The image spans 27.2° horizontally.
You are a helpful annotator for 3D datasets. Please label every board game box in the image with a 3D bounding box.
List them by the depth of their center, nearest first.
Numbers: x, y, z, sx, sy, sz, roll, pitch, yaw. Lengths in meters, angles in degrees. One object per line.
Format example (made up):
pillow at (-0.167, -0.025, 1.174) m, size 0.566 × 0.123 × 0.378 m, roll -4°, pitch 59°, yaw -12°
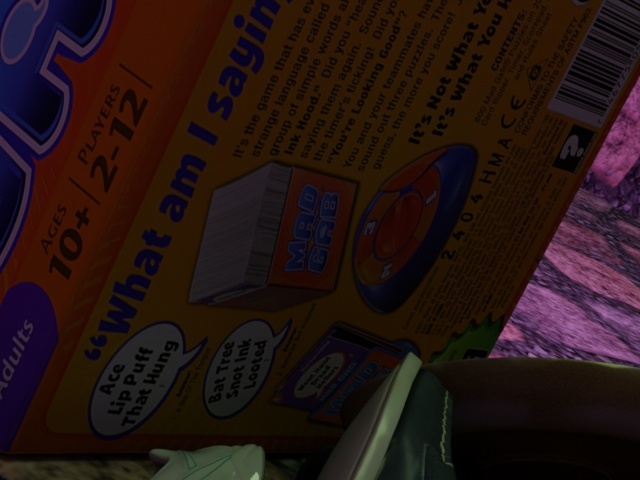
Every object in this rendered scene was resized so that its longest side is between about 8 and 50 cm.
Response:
board game box at (-0.071, -0.111, 0.830) m, size 0.356 × 0.356 × 0.356 m, roll 11°, pitch 21°, yaw -49°

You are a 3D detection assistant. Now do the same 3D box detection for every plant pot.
plant pot at (0.127, 0.122, 0.752) m, size 0.236 × 0.032 × 0.236 m, roll 5°, pitch -24°, yaw 2°

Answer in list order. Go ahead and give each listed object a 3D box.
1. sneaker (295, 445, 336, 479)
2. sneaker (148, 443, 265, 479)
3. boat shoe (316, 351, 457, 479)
sneaker at (0.076, 0.171, 0.662) m, size 0.082 × 0.069 × 0.209 m, roll 16°, pitch 16°, yaw -48°
sneaker at (-0.054, 0.138, 0.605) m, size 0.061 × 0.053 × 0.152 m, roll 7°, pitch 14°, yaw -8°
boat shoe at (0.030, 0.140, 0.561) m, size 0.079 × 0.095 × 0.254 m, roll 27°, pitch 28°, yaw -1°
